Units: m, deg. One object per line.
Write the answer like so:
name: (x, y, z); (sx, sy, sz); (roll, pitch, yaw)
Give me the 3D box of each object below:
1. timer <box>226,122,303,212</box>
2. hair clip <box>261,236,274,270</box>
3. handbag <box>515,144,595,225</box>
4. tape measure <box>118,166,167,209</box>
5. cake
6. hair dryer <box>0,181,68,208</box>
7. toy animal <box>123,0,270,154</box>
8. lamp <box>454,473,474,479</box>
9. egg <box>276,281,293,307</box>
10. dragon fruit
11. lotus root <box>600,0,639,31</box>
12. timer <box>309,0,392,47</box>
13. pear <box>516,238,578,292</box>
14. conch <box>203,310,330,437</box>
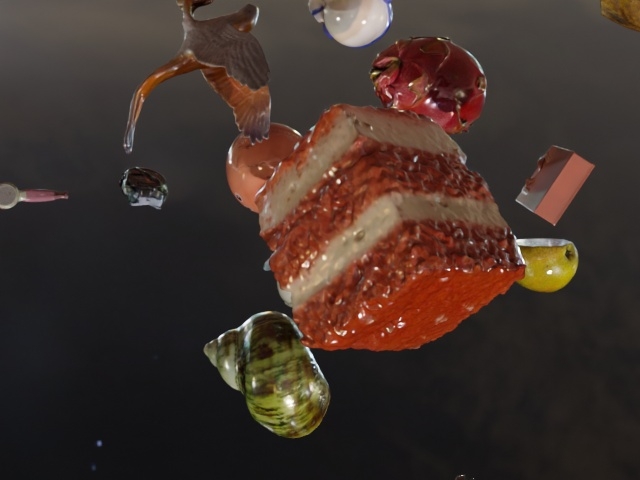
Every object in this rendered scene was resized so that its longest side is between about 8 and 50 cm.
timer: (-0.127, -0.182, 2.606); (0.229, 0.230, 0.215); (-2, -148, -4)
hair clip: (0.000, 0.000, 1.872); (0.229, 0.070, 0.039); (-12, 157, 18)
handbag: (0.418, -0.103, 1.843); (0.063, 0.127, 0.190); (32, -171, -3)
tape measure: (-0.331, -0.100, 1.937); (0.091, 0.054, 0.094); (7, -152, -27)
cake: (0.096, -0.015, 1.552); (0.269, 0.270, 0.319); (3, -126, -45)
hair dryer: (-0.601, -0.089, 2.131); (0.154, 0.054, 0.106); (0, 177, -15)
toy animal: (-0.242, -0.325, 1.920); (0.284, 0.302, 0.225); (-10, 163, -2)
lamp: (0.450, 0.555, 2.070); (0.371, 0.108, 0.130); (5, 179, 17)
egg: (0.000, 0.062, 2.256); (0.217, 0.183, 0.183); (-49, -141, -8)
dragon fruit: (0.265, -0.352, 2.375); (0.250, 0.315, 0.250); (-32, -146, 25)
lotus root: (0.604, -0.421, 1.756); (0.180, 0.188, 0.199); (42, -177, 14)
timer: (0.001, -0.547, 1.989); (0.270, 0.383, 0.270); (-32, -168, 7)
pear: (0.425, 0.050, 1.977); (0.141, 0.104, 0.141); (-5, -176, 0)
conch: (-0.085, 0.202, 1.577); (0.181, 0.187, 0.124); (7, 174, 37)
